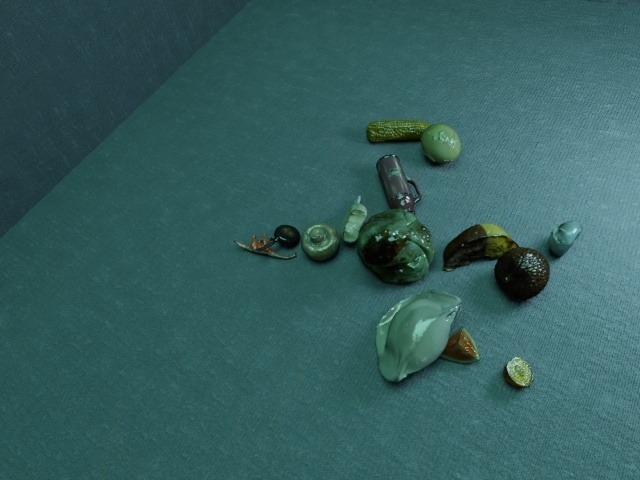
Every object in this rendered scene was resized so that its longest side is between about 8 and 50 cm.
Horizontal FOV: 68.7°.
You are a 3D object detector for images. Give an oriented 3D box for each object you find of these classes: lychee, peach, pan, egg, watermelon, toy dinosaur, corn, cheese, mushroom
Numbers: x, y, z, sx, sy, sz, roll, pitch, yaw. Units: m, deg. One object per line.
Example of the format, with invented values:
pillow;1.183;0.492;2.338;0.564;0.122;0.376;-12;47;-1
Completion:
lychee;0.710;0.112;1.648;0.194;0.194;0.195;-6;55;9
peach;0.634;0.431;1.512;0.098;0.061;0.098;6;58;-10
pan;-0.180;-0.007;1.974;0.212;0.040;0.115;-26;57;-31
egg;0.535;-0.429;2.073;0.164;0.164;0.202;-28;57;-7
watermelon;0.458;0.363;1.581;0.135;0.094;0.125;-22;63;5
toy dinosaur;-0.234;0.024;2.004;0.279;0.055;0.102;3;66;13
corn;0.368;-0.523;2.212;0.312;0.102;0.102;-2;55;11
cheese;0.136;-0.090;1.969;0.070;0.164;0.249;23;18;-7
mushroom;0.000;0.000;1.919;0.166;0.127;0.166;-2;58;3

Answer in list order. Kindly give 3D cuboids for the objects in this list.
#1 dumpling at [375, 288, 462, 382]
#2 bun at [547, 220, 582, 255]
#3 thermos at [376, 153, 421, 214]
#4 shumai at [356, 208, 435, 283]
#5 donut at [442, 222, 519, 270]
dumpling;0.314;0.311;1.618;0.260;0.181;0.342;32;101;58
bun;0.889;-0.015;1.714;0.141;0.141;0.083;-42;63;-16
thermos;0.339;-0.212;2.006;0.136;0.109;0.331;13;47;-29
shumai;0.262;-0.006;1.744;0.309;0.263;0.304;4;78;20
donut;0.591;0.005;1.770;0.294;0.151;0.112;-15;44;4
